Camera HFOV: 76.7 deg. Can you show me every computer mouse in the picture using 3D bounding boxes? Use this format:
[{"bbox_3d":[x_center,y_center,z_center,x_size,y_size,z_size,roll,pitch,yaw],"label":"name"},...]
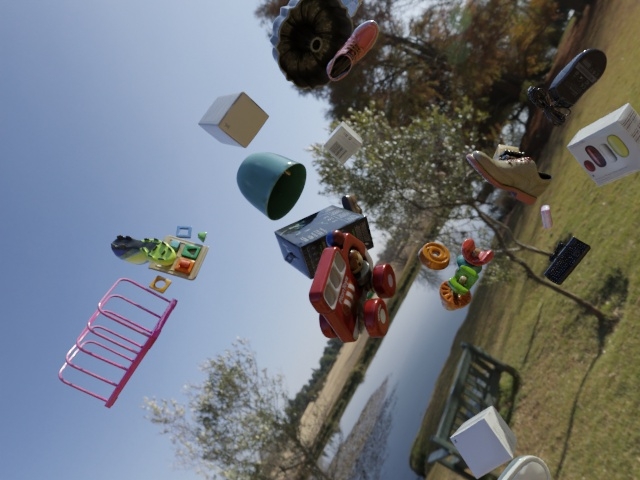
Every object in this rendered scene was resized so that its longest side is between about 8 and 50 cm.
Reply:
[{"bbox_3d":[0.912,-0.579,1.489,0.272,0.188,0.072,-47,12,17],"label":"computer mouse"}]

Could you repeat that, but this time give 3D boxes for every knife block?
[{"bbox_3d":[0.792,-0.286,1.751,0.275,0.088,0.242,90,-164,-52],"label":"knife block"}]

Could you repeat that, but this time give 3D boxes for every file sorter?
[{"bbox_3d":[-0.595,0.288,1.186,0.290,0.182,0.202,-53,15,17],"label":"file sorter"}]

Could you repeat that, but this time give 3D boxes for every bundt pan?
[{"bbox_3d":[-0.043,-0.742,1.497,0.331,0.124,0.331,-22,-42,-22],"label":"bundt pan"}]

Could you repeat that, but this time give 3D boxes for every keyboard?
[{"bbox_3d":[0.936,0.077,1.561,0.038,0.100,0.192,-12,-47,-52],"label":"keyboard"}]

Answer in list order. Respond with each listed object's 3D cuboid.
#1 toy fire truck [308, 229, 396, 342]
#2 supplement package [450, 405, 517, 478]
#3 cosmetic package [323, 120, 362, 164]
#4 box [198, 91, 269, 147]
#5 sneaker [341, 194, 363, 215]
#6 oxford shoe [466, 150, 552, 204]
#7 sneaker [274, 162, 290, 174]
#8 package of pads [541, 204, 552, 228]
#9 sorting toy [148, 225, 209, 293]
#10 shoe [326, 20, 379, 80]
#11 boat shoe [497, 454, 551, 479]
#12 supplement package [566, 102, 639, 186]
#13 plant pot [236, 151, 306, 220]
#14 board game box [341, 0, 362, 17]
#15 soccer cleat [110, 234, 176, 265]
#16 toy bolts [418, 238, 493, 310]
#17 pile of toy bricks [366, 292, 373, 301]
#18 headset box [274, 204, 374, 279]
[{"bbox_3d":[0.074,0.109,1.078,0.254,0.169,0.302,59,-145,-36],"label":"toy fire truck"},{"bbox_3d":[0.548,0.662,1.345,0.139,0.134,0.244,-41,-27,16],"label":"supplement package"},{"bbox_3d":[0.123,-0.533,2.200,0.151,0.151,0.183,-45,13,21],"label":"cosmetic package"},{"bbox_3d":[-0.316,-0.426,1.430,0.148,0.121,0.311,-54,32,-2],"label":"box"},{"bbox_3d":[0.146,-0.095,1.601,0.071,0.188,0.066,-13,-6,-35],"label":"sneaker"},{"bbox_3d":[0.633,-0.239,1.355,0.130,0.348,0.123,-54,34,30],"label":"oxford shoe"},{"bbox_3d":[-0.173,-0.307,1.783,0.037,0.083,0.032,-50,22,27],"label":"sneaker"},{"bbox_3d":[0.905,-0.095,1.617,0.050,0.032,0.083,-45,-61,-45],"label":"package of pads"},{"bbox_3d":[-0.578,0.063,1.656,0.047,0.196,0.347,108,175,-50],"label":"sorting toy"},{"bbox_3d":[0.086,-0.494,1.062,0.178,0.063,0.081,-41,23,22],"label":"shoe"},{"bbox_3d":[0.333,0.556,0.777,0.319,0.116,0.099,-61,3,-11],"label":"boat shoe"},{"bbox_3d":[1.080,-0.346,1.490,0.149,0.203,0.194,-42,2,-29],"label":"supplement package"},{"bbox_3d":[-0.244,-0.273,1.874,0.293,0.235,0.293,-49,-21,-27],"label":"plant pot"},{"bbox_3d":[0.150,-1.181,1.985,0.026,0.103,0.154,-34,10,-5],"label":"board game box"},{"bbox_3d":[-0.675,0.052,1.573,0.121,0.289,0.093,81,-155,-48],"label":"soccer cleat"},{"bbox_3d":[0.435,0.102,1.341,0.228,0.218,0.158,-33,-30,-30],"label":"toy bolts"},{"bbox_3d":[0.202,0.172,1.598,0.212,0.118,0.105,118,165,-54],"label":"pile of toy bricks"},{"bbox_3d":[0.000,0.000,1.446,0.283,0.246,0.131,-26,-66,-21],"label":"headset box"}]
